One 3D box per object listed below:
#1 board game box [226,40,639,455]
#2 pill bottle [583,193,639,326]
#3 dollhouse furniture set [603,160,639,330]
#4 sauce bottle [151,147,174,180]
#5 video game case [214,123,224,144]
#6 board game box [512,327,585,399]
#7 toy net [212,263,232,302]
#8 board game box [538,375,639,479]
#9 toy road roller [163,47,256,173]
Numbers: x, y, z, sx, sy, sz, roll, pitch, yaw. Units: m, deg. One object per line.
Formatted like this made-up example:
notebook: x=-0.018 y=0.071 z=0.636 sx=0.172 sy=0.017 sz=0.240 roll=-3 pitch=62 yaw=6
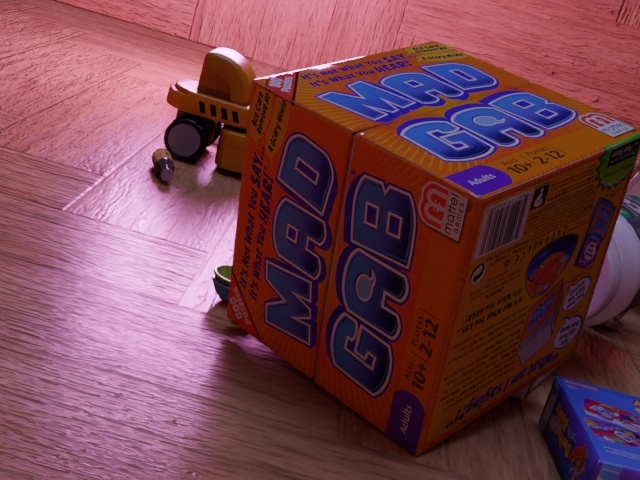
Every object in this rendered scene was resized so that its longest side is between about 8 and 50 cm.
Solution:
board game box: x=0.138 y=-0.015 z=1.332 sx=0.356 sy=0.356 sz=0.356 roll=31 pitch=36 yaw=34
pill bottle: x=0.443 y=0.030 z=1.656 sx=0.204 sy=0.204 sz=0.361 roll=25 pitch=17 yaw=27
dollhouse furniture set: x=0.663 y=0.046 z=2.009 sx=0.394 sy=0.256 sz=0.362 roll=18 pitch=28 yaw=-54
sauce bottle: x=-0.310 y=-0.149 z=2.018 sx=0.042 sy=0.042 sz=0.128 roll=10 pitch=17 yaw=-20
video game case: x=-0.189 y=-0.250 z=2.480 sx=0.227 sy=0.026 sz=0.206 roll=16 pitch=17 yaw=1
board game box: x=0.233 y=0.122 z=1.627 sx=0.318 sy=0.066 sz=0.318 roll=24 pitch=18 yaw=24
toy net: x=-0.049 y=0.083 z=1.523 sx=0.232 sy=0.045 sz=0.122 roll=4 pitch=21 yaw=-37
board game box: x=0.473 y=0.295 z=1.285 sx=0.347 sy=0.078 sz=0.233 roll=15 pitch=17 yaw=-4
toy road roller: x=-0.172 y=-0.279 z=2.211 sx=0.329 sy=0.241 sz=0.202 roll=16 pitch=17 yaw=0
